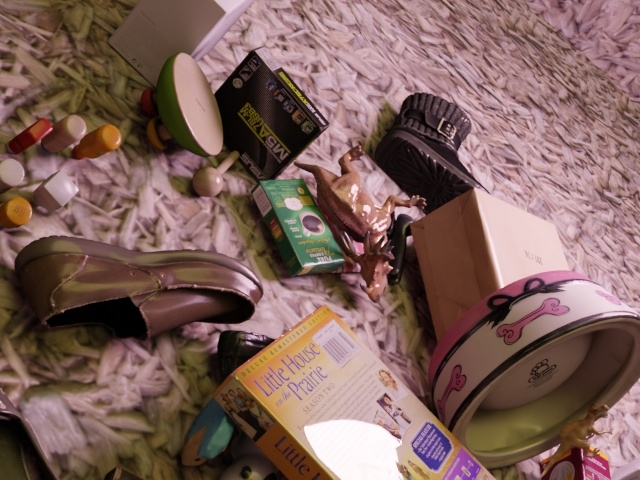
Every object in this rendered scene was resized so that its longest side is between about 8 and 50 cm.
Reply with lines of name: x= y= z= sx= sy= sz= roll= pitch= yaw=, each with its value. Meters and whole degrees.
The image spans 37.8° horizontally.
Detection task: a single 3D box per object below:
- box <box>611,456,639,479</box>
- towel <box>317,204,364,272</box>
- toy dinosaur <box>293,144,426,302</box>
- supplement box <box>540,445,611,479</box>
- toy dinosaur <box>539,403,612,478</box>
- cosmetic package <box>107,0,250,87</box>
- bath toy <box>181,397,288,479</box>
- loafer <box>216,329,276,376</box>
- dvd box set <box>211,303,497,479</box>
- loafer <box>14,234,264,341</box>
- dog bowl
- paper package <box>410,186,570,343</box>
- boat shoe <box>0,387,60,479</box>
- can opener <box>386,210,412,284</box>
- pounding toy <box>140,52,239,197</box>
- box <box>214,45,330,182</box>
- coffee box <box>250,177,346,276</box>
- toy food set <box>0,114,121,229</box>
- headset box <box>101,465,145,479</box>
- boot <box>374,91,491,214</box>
box: x=0.649 y=0.501 z=1.885 sx=0.101 sy=0.102 sz=0.087 roll=54 pitch=38 yaw=9
towel: x=0.000 y=0.000 z=1.737 sx=0.197 sy=0.029 sz=0.144 roll=-2 pitch=59 yaw=-44
toy dinosaur: x=0.056 y=-0.050 z=1.715 sx=0.295 sy=0.127 sz=0.200 roll=43 pitch=44 yaw=1
supplement box: x=0.475 y=0.480 z=1.721 sx=0.081 sy=0.104 sz=0.188 roll=32 pitch=39 yaw=-20
toy dinosaur: x=0.466 y=0.358 z=1.699 sx=0.092 sy=0.183 sz=0.053 roll=23 pitch=22 yaw=-29
cosmetic package: x=-0.233 y=-0.425 z=1.713 sx=0.138 sy=0.224 sz=0.224 roll=43 pitch=37 yaw=-8
bath toy: x=-0.022 y=0.346 z=1.311 sx=0.348 sy=0.129 sz=0.151 roll=35 pitch=72 yaw=-17
loafer: x=-0.070 y=0.191 z=1.457 sx=0.223 sy=0.076 sz=0.078 roll=16 pitch=77 yaw=-42
dvd box set: x=0.075 y=0.298 z=1.318 sx=0.420 sy=0.062 sz=0.307 roll=45 pitch=27 yaw=7
loafer: x=-0.248 y=0.091 z=1.324 sx=0.366 sy=0.134 sz=0.130 roll=7 pitch=56 yaw=-30
dog bowl: x=0.367 y=0.218 z=1.626 sx=0.408 sy=0.408 sz=0.150 roll=11 pitch=37 yaw=-40
paper package: x=0.364 y=0.088 z=1.867 sx=0.325 sy=0.168 sz=0.309 roll=19 pitch=51 yaw=-44
boat shoe: x=-0.357 y=0.254 z=1.070 sx=0.112 sy=0.095 sz=0.335 roll=-22 pitch=74 yaw=-52
can opener: x=0.154 y=0.015 z=1.869 sx=0.059 sy=0.073 sz=0.186 roll=70 pitch=19 yaw=-45
pounding toy: x=-0.246 y=-0.197 z=1.620 sx=0.183 sy=0.110 sz=0.237 roll=-77 pitch=148 yaw=-61
box: x=-0.105 y=-0.221 z=1.696 sx=0.191 sy=0.184 sz=0.045 roll=50 pitch=34 yaw=1
coffee box: x=-0.041 y=-0.025 z=1.664 sx=0.113 sy=0.040 sz=0.184 roll=-8 pitch=63 yaw=-46
toy food set: x=-0.412 y=-0.107 z=1.374 sx=0.111 sy=0.104 sz=0.232 roll=51 pitch=52 yaw=-20
headset box: x=-0.243 y=0.329 z=1.175 sx=0.083 sy=0.032 sz=0.062 roll=35 pitch=38 yaw=-20
boot: x=0.295 y=-0.173 z=2.110 sx=0.348 sy=0.131 sz=0.260 roll=44 pitch=36 yaw=-5
